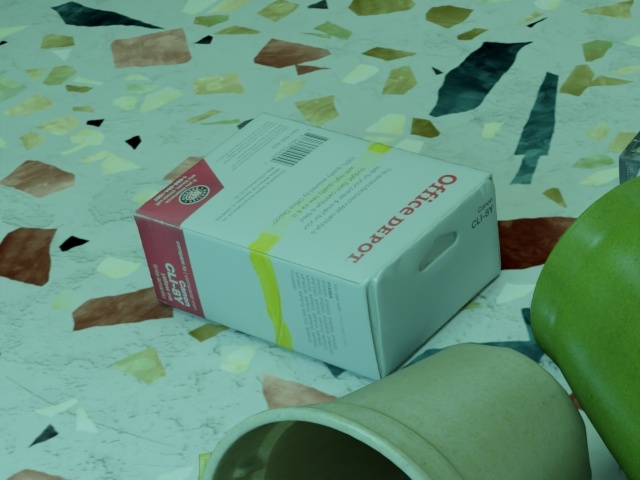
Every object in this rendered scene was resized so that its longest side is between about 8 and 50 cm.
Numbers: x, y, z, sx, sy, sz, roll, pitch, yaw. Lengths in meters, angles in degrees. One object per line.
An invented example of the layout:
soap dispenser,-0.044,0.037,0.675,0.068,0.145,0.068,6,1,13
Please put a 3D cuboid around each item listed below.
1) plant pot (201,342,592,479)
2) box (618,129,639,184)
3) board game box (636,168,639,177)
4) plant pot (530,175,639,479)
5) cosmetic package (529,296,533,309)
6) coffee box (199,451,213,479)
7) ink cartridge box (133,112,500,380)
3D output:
plant pot,0.103,0.258,1.704,0.334,0.334,0.305,15,28,33
box,0.551,-0.119,2.363,0.231,0.056,0.183,12,40,30
board game box,0.464,-0.040,2.231,0.136,0.035,0.201,10,55,29
plant pot,0.404,0.117,1.698,0.366,0.366,0.353,-25,46,-23
cosmetic package,0.367,0.054,1.990,0.231,0.117,0.085,-29,20,40
coffee box,-0.045,0.274,1.929,0.184,0.040,0.113,-8,33,3
ink cartridge box,0.000,0.000,2.229,0.385,0.160,0.279,17,42,36
